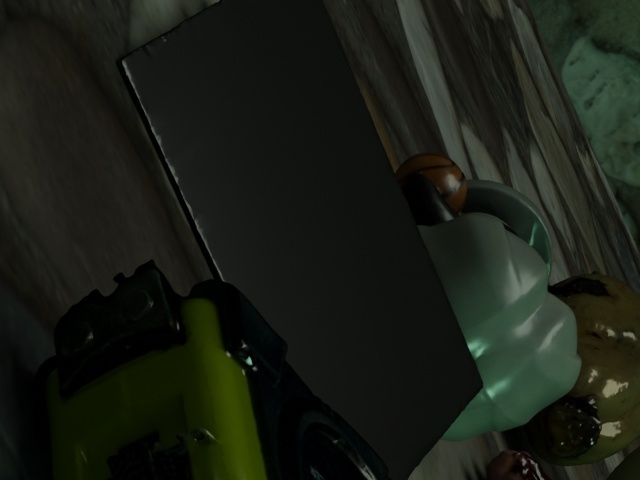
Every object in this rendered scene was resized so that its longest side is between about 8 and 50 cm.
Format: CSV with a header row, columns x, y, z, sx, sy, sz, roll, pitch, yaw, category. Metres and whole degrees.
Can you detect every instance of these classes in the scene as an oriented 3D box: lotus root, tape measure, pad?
x,y,z,sx,sy,sz,roll,pitch,yaw,category
0.237,0.115,1.595,0.257,0.140,0.154,-44,126,-63,lotus root
-0.031,0.131,0.676,0.199,0.112,0.186,47,19,-43,tape measure
0.000,0.000,1.020,0.202,0.005,0.300,-41,111,-52,pad

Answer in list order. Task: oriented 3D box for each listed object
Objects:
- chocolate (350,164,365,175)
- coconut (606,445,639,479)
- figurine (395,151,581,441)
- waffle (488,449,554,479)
x,y,z,sx,sy,sz,roll,pitch,yaw,category
-0.020,-0.097,1.097,0.070,0.072,0.147,41,36,-78,chocolate
0.389,0.309,1.603,0.323,0.323,0.323,-20,90,-75,coconut
0.103,0.034,1.239,0.176,0.133,0.236,56,15,-14,figurine
0.180,0.266,1.360,0.234,0.055,0.221,47,25,-66,waffle
